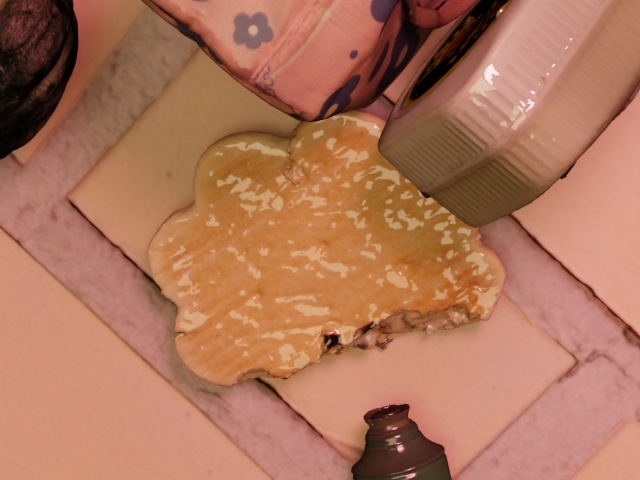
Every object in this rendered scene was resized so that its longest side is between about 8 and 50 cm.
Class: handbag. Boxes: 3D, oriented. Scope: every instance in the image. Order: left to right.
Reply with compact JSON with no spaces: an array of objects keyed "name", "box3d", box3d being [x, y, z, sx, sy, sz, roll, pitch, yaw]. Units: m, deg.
[{"name":"handbag","box3d":[0.007,-0.197,1.155,0.190,0.251,0.193,41,105,4]}]

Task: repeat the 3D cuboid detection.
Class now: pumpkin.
[{"name":"pumpkin","box3d":[-0.272,-0.148,1.256,0.221,0.162,0.220,13,138,11]}]

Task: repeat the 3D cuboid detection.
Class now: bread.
[{"name":"bread","box3d":[0.000,0.000,1.311,0.251,0.039,0.181,-16,98,15]}]

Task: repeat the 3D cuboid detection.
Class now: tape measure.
[{"name":"tape measure","box3d":[0.149,-0.119,1.184,0.115,0.207,0.235,39,69,-5]}]

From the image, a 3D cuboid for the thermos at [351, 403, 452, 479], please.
[{"name":"thermos","box3d":[0.064,0.211,1.323,0.073,0.083,0.187,-8,100,37]}]
